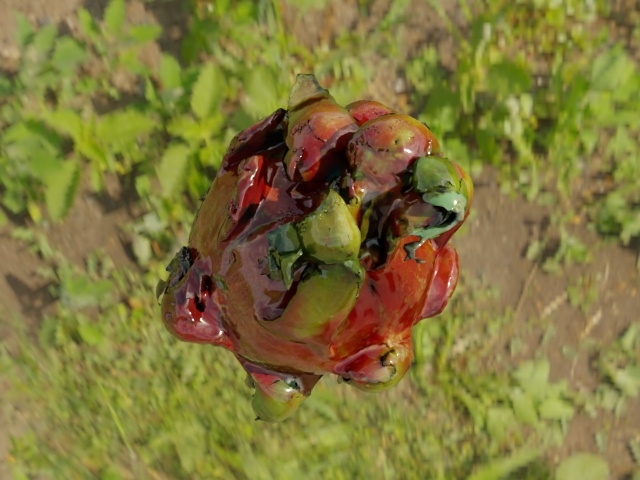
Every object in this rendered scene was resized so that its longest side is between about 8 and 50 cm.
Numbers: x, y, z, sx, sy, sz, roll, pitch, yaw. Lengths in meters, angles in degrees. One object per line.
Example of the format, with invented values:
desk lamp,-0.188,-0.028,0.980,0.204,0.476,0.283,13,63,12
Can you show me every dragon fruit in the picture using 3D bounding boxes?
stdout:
dragon fruit,0.000,0.000,0.756,0.138,0.175,0.142,-22,88,-18
